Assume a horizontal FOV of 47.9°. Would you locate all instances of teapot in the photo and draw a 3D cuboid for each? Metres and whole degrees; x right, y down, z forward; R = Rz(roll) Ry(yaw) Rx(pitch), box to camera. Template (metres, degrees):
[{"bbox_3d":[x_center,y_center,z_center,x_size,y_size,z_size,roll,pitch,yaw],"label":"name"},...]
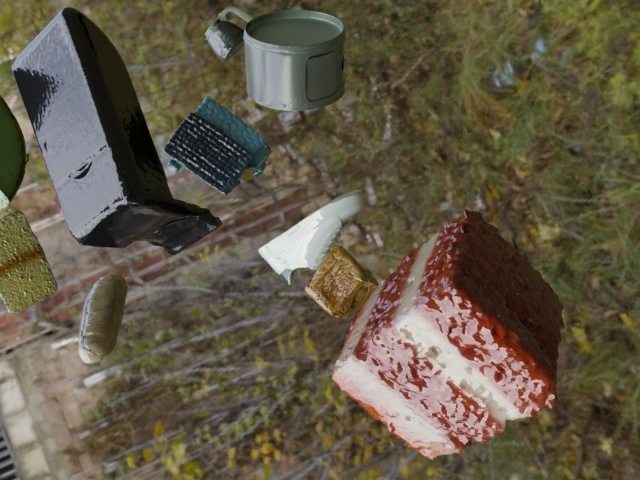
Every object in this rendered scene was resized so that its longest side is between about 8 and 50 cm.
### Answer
[{"bbox_3d":[-0.233,-0.518,1.804,0.091,0.124,0.092,40,155,-7],"label":"teapot"}]

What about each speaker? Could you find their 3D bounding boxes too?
[{"bbox_3d":[-0.338,-0.163,1.192,0.184,0.180,0.388,-11,-104,-55],"label":"speaker"}]

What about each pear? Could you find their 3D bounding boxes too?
[{"bbox_3d":[-0.660,-0.185,1.282,0.288,0.239,0.139,57,-143,-24],"label":"pear"}]

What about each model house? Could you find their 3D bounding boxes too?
[{"bbox_3d":[-0.320,-0.238,2.170,0.261,0.241,0.226,35,146,-2],"label":"model house"}]

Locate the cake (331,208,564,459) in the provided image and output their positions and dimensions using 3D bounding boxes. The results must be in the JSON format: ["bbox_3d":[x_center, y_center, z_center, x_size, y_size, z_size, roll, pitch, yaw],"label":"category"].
[{"bbox_3d":[0.219,0.165,1.226,0.270,0.319,0.269,43,-146,-8],"label":"cake"}]

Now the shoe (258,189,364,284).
[{"bbox_3d":[0.000,0.000,2.067,0.160,0.363,0.132,57,-157,-4],"label":"shoe"}]

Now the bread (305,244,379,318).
[{"bbox_3d":[0.055,0.116,1.930,0.143,0.158,0.149,40,178,24],"label":"bread"}]

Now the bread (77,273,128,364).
[{"bbox_3d":[-0.378,0.124,1.238,0.214,0.073,0.053,-98,-9,-54],"label":"bread"}]

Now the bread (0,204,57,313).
[{"bbox_3d":[-0.770,0.035,1.821,0.178,0.142,0.266,-108,7,-53],"label":"bread"}]

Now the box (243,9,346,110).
[{"bbox_3d":[-0.056,-0.406,1.614,0.226,0.226,0.149,-119,23,-49],"label":"box"}]
